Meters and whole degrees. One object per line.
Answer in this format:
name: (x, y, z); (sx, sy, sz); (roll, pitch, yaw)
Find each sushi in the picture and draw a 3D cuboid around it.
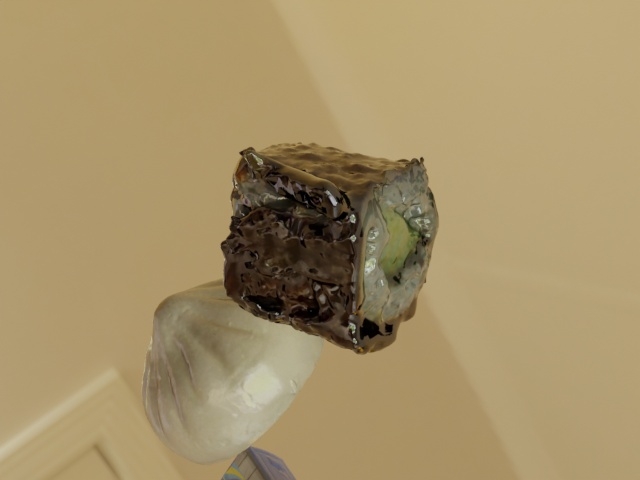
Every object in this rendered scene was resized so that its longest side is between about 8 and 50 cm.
sushi: (0.001, 0.000, 0.791); (0.084, 0.098, 0.094); (15, -71, 33)

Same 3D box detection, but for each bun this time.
bun: (-0.071, 0.072, 1.094); (0.094, 0.138, 0.138); (42, -16, -22)

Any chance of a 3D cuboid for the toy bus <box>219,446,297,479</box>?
toy bus: (-0.033, 0.221, 1.308); (0.051, 0.061, 0.153); (23, 12, -31)
